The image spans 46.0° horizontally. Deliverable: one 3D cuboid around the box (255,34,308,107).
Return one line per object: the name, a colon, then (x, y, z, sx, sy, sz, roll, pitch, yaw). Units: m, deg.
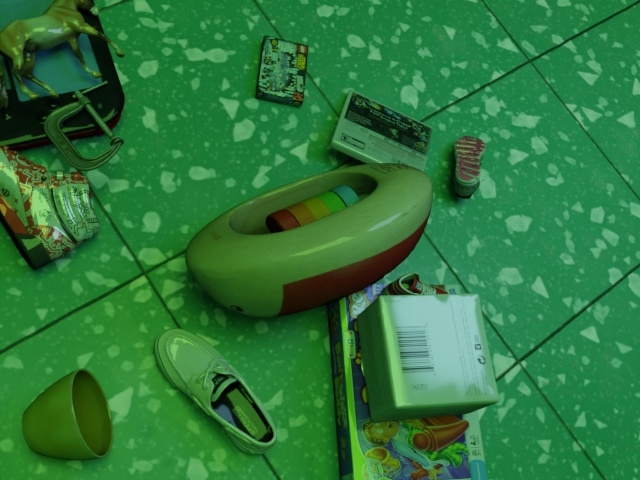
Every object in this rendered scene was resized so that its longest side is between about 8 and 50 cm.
box: (-0.076, -0.336, 1.499, 0.094, 0.027, 0.137, 10, 66, -14)

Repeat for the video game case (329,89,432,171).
video game case: (0.123, -0.204, 1.485, 0.190, 0.022, 0.173, 24, 48, -6)

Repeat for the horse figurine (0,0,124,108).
horse figurine: (-0.470, -0.332, 1.294, 0.263, 0.066, 0.174, -36, 82, -24)

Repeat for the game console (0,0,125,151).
game console: (-0.554, -0.335, 1.335, 0.342, 0.060, 0.386, -14, 73, -22)

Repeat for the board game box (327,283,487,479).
board game box: (0.142, 0.250, 1.297, 0.233, 0.078, 0.347, 2, 68, -16)

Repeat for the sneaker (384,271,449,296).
sneaker: (0.177, 0.086, 1.292, 0.118, 0.067, 0.042, 8, 66, -14)

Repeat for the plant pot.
plant pot: (-0.379, 0.268, 1.113, 0.095, 0.134, 0.134, -18, 73, 2)

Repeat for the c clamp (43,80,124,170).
c clamp: (-0.390, -0.193, 1.275, 0.137, 0.022, 0.161, -28, 69, -20)

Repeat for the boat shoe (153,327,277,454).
boat shoe: (-0.161, 0.232, 1.207, 0.258, 0.084, 0.095, 42, 63, 2)

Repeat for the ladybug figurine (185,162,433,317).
ladybug figurine: (0.000, 0.000, 1.265, 0.449, 0.305, 0.162, -22, 114, -17)

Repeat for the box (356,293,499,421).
box: (0.169, 0.188, 1.218, 0.182, 0.119, 0.181, 0, 68, -18)

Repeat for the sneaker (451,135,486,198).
sneaker: (0.294, -0.146, 1.520, 0.063, 0.075, 0.170, 10, 42, 6)

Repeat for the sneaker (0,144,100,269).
sneaker: (-0.473, -0.099, 1.235, 0.145, 0.090, 0.270, -32, 91, -26)
